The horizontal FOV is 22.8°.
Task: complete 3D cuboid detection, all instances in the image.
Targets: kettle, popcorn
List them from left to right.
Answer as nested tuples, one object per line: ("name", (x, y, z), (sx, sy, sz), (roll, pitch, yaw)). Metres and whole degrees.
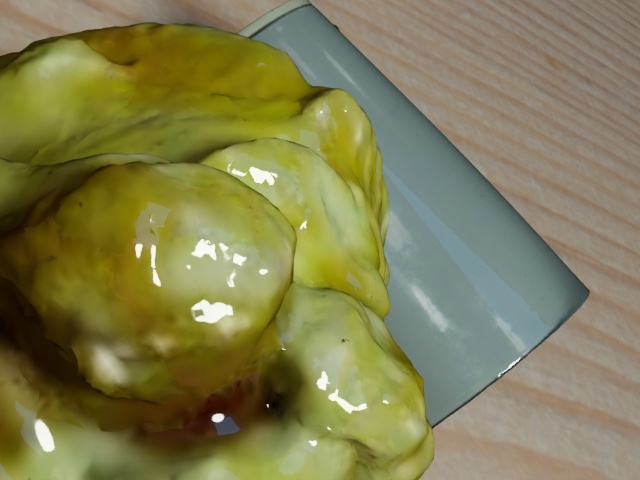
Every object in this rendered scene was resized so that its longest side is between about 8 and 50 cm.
("popcorn", (-0.084, 0.043, 0.604), (0.225, 0.276, 0.276), (19, 43, -13))
("kettle", (0.000, 0.000, 0.904), (0.210, 0.160, 0.243), (-38, 88, -30))
